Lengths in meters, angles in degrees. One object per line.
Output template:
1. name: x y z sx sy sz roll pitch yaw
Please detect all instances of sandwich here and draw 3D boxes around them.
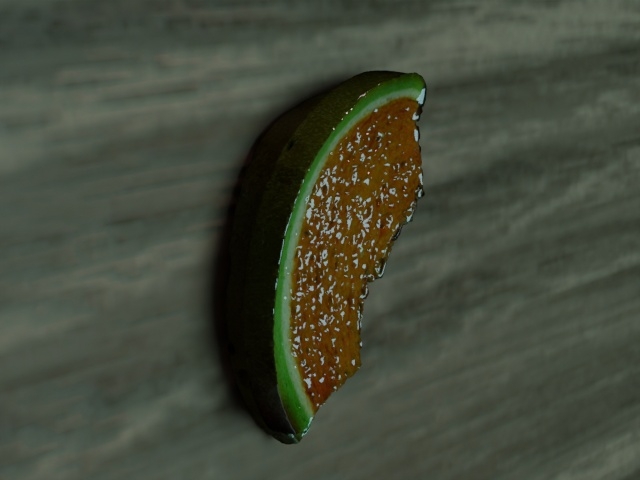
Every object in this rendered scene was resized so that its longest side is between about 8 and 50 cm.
1. sandwich: 0.000 -0.002 0.458 0.067 0.029 0.135 37 67 -48
